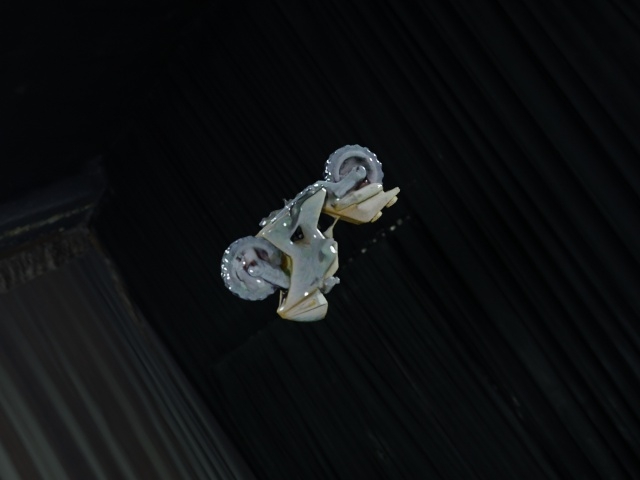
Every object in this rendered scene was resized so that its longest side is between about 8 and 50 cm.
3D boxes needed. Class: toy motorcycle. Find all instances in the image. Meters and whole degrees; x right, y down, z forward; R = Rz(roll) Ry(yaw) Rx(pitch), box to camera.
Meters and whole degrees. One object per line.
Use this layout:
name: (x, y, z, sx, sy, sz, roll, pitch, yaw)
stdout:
toy motorcycle: (0.000, 0.000, 0.791, 0.229, 0.130, 0.094, -43, 5, -16)
